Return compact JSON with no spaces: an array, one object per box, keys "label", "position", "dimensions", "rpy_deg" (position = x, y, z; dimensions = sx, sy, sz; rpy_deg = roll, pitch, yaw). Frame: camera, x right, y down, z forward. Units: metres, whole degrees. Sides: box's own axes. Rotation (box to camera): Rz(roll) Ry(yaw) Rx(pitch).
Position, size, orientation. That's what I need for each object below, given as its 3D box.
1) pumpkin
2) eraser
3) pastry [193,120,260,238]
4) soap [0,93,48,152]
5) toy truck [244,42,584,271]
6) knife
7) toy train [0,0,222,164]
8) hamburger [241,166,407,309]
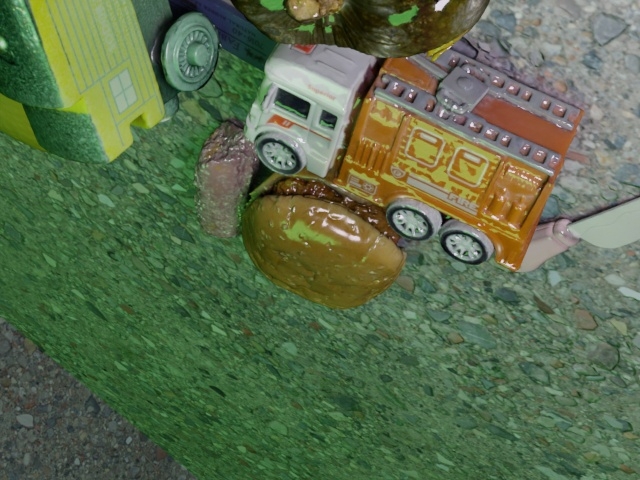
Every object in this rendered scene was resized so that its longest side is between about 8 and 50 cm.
[{"label":"pumpkin","position":[0.020,-0.284,1.055],"dimensions":[0.317,0.222,0.139],"rpy_deg":[16,151,29]},{"label":"eraser","position":[-0.123,-0.293,1.395],"dimensions":[0.225,0.036,0.082],"rpy_deg":[30,151,4]},{"label":"pastry","position":[-0.157,-0.082,1.706],"dimensions":[0.102,0.112,0.265],"rpy_deg":[16,154,2]},{"label":"soap","position":[-0.517,-0.292,1.724],"dimensions":[0.306,0.115,0.427],"rpy_deg":[24,153,7]},{"label":"toy truck","position":[0.109,-0.141,1.270],"dimensions":[0.387,0.173,0.207],"rpy_deg":[26,146,6]},{"label":"knife","position":[0.357,-0.008,1.374],"dimensions":[0.081,0.043,0.336],"rpy_deg":[36,151,-21]},{"label":"toy train","position":[-0.286,-0.297,1.251],"dimensions":[0.179,0.272,0.442],"rpy_deg":[18,138,32]},{"label":"hamburger","position":[0.001,0.000,1.619],"dimensions":[0.259,0.145,0.283],"rpy_deg":[19,159,-3]}]
